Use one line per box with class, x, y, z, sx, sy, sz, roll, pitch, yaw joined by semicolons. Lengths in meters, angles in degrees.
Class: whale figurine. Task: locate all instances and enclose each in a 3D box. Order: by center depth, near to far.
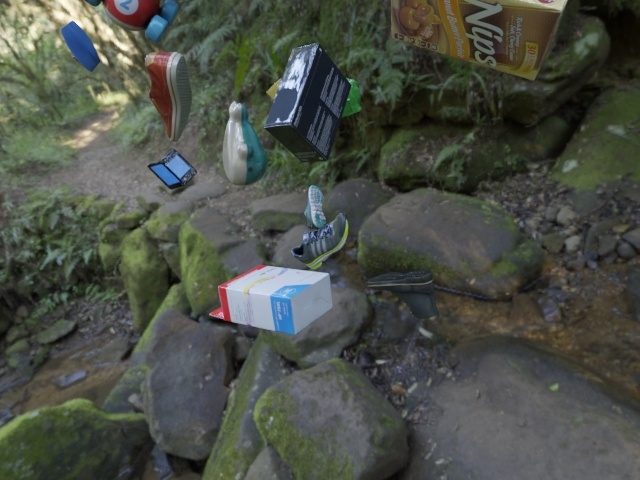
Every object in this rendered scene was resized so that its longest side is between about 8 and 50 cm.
whale figurine;-0.247;-0.320;1.619;0.141;0.272;0.216;-5;19;-21

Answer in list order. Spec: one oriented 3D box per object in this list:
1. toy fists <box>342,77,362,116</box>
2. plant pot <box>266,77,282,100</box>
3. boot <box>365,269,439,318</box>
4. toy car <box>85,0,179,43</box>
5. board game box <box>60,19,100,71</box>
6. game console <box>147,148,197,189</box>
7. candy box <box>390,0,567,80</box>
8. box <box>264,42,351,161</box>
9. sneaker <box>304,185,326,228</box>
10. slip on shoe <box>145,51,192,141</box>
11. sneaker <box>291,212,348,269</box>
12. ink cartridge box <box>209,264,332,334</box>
toy fists;0.034;-0.536;1.841;0.279;0.142;0.096;-2;29;42
plant pot;-0.091;-0.437;1.428;0.083;0.081;0.081;-46;-10;25
boot;0.232;0.163;1.374;0.198;0.137;0.077;-6;16;38
toy car;-0.489;-0.720;1.328;0.238;0.219;0.210;-43;28;42
board game box;-0.726;-0.573;1.449;0.033;0.133;0.168;-21;37;9
game console;-0.595;-0.288;1.952;0.124;0.144;0.085;-46;-4;-1
candy box;0.296;-0.444;0.943;0.316;0.183;0.087;25;76;17
box;-0.029;-0.377;1.350;0.103;0.184;0.261;5;69;35
sneaker;-0.031;-0.117;1.754;0.065;0.166;0.076;11;-24;-38
slip on shoe;-0.441;-0.415;1.412;0.101;0.331;0.123;15;62;-2
sneaker;0.000;0.000;1.821;0.300;0.121;0.111;-49;33;35
ink cartridge box;-0.108;0.111;0.981;0.231;0.078;0.134;4;19;34
